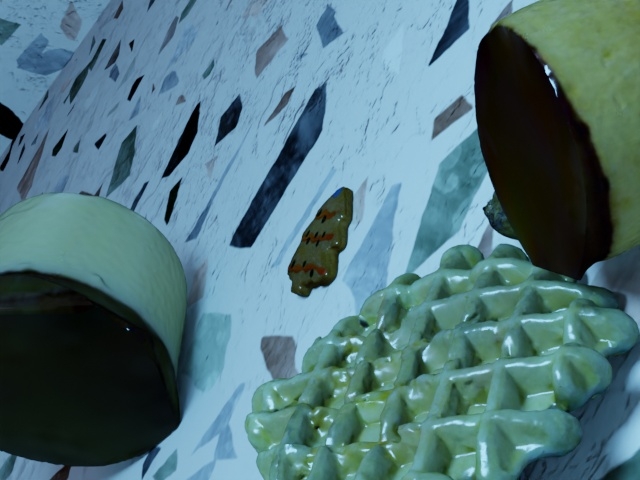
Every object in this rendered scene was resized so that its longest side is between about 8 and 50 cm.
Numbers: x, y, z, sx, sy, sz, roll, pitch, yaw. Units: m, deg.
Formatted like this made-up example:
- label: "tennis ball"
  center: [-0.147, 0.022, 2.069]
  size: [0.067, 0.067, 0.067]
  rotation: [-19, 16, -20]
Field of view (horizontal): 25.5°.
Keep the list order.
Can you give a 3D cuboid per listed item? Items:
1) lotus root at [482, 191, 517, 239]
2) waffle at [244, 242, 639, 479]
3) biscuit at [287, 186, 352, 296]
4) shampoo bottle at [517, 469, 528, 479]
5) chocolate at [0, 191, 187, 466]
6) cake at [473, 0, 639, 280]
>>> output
- label: "lotus root"
  center: [0.168, -0.026, 1.160]
  size: [0.099, 0.049, 0.054]
  rotation: [-4, 70, 64]
- label: "waffle"
  center: [0.079, 0.106, 1.057]
  size: [0.292, 0.056, 0.309]
  rotation: [-36, 23, -5]
- label: "biscuit"
  center: [0.000, 0.000, 1.541]
  size: [0.130, 0.019, 0.119]
  rotation: [-66, 22, -7]
- label: "shampoo bottle"
  center: [0.091, 0.145, 1.120]
  size: [0.072, 0.072, 0.214]
  rotation: [-60, 22, 9]
- label: "chocolate"
  center: [-0.321, 0.082, 1.757]
  size: [0.314, 0.326, 0.297]
  rotation: [-5, 50, 12]
- label: "cake"
  center: [0.220, -0.088, 0.996]
  size: [0.185, 0.178, 0.207]
  rotation: [-122, 21, -49]
